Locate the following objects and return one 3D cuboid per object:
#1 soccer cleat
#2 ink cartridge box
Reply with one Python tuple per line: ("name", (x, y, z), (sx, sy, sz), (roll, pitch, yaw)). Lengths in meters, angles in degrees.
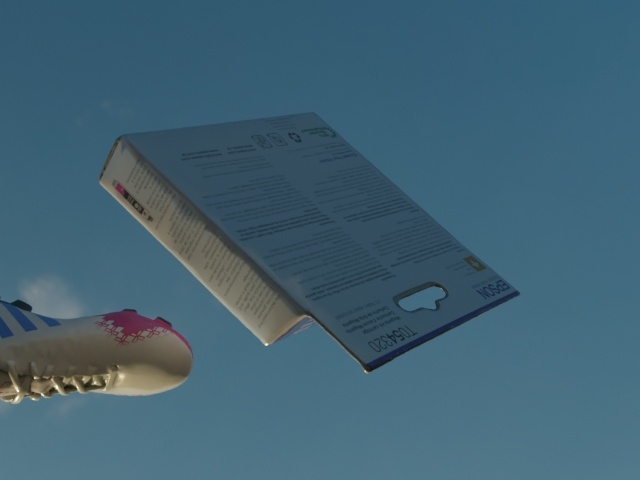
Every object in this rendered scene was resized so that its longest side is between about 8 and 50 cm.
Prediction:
("soccer cleat", (-0.318, 0.151, 1.285), (0.143, 0.331, 0.116), (-57, -33, -53))
("ink cartridge box", (0.000, 0.000, 1.081), (0.324, 0.330, 0.071), (-15, -36, -55))
